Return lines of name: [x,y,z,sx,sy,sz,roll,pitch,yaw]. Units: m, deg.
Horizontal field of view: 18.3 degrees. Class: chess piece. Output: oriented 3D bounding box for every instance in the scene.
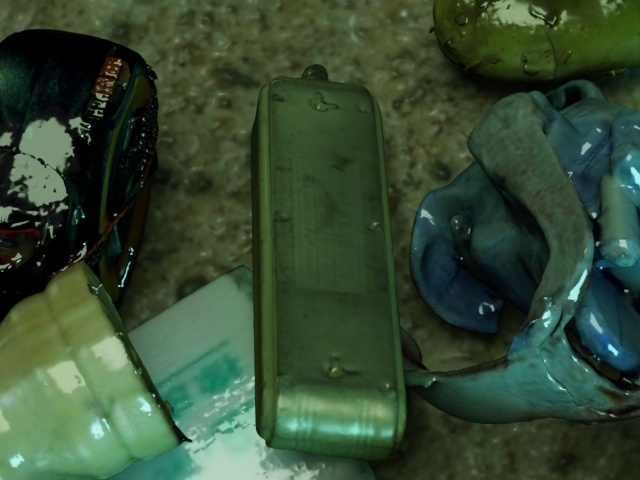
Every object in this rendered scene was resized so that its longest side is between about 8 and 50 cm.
chess piece: [-0.240,0.141,1.225,0.300,0.137,0.137,-31,66,-3]

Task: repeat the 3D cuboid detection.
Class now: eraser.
eraser: [-0.125,0.165,1.313,0.290,0.104,0.189,-31,70,-8]

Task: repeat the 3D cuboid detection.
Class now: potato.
potato: [0.190,-0.167,1.440,0.225,0.090,0.117,-6,59,-5]

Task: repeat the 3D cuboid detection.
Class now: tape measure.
tape measure: [-0.180,-0.036,1.351,0.135,0.202,0.223,11,63,8]

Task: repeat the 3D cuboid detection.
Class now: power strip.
power strip: [0.000,0.000,1.329,0.092,0.066,0.388,8,39,-8]

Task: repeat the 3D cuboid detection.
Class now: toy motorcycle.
toy motorcycle: [0.134,-0.003,1.282,0.241,0.319,0.182,-23,108,-10]

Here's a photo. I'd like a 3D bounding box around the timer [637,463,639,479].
timer: [0.188,0.227,1.128,0.315,0.291,0.291,-7,65,-7]
